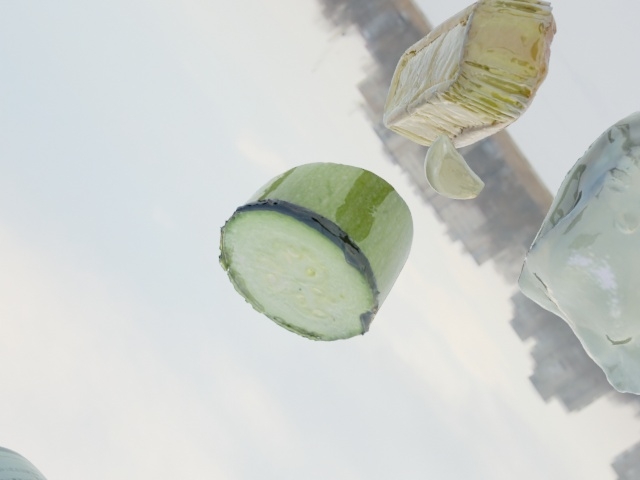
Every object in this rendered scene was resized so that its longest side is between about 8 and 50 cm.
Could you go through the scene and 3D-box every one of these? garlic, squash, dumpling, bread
[{"bbox_3d":[0.147,-0.078,1.377,0.083,0.053,0.041,46,-162,-16],"label":"garlic"},{"bbox_3d":[-0.012,0.009,1.451,0.220,0.220,0.133,50,-139,-23],"label":"squash"},{"bbox_3d":[0.330,-0.002,1.064,0.243,0.318,0.187,53,-160,15],"label":"dumpling"},{"bbox_3d":[0.178,-0.202,1.481,0.119,0.152,0.288,18,169,-14],"label":"bread"}]

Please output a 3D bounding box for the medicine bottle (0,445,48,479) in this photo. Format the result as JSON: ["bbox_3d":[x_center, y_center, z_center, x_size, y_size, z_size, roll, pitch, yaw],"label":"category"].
[{"bbox_3d":[-0.229,0.328,0.895,0.290,0.245,0.245,35,178,32],"label":"medicine bottle"}]
